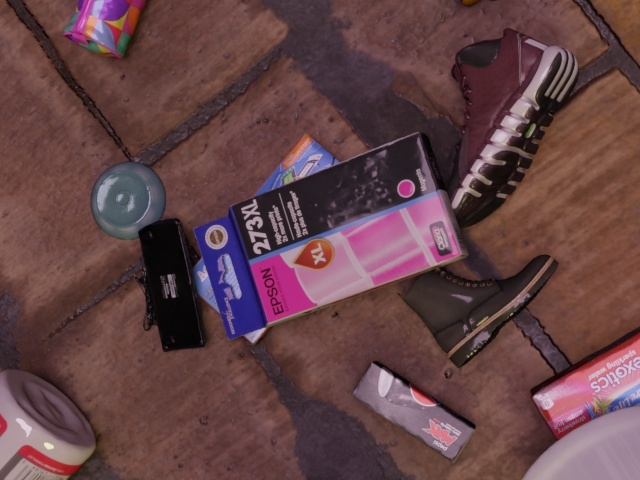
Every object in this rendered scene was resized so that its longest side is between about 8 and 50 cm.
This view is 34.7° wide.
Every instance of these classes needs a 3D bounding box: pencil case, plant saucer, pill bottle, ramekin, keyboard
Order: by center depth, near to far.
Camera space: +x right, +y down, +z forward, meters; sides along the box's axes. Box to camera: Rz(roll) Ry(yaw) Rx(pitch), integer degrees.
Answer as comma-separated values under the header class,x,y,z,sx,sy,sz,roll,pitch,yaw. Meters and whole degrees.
class,x,y,z,sx,sy,sz,roll,pitch,yaw
ramekin,0.384,0.343,1.240,0.277,0.277,0.135,-31,37,7
pill bottle,-0.485,0.352,1.457,0.176,0.176,0.318,43,94,11
keyboard,-0.220,0.065,1.497,0.100,0.038,0.192,-8,95,22
pencil case,-0.300,-0.391,1.520,0.104,0.104,0.236,18,90,11
plant saucer,-0.291,-0.061,1.531,0.119,0.021,0.119,-1,85,10

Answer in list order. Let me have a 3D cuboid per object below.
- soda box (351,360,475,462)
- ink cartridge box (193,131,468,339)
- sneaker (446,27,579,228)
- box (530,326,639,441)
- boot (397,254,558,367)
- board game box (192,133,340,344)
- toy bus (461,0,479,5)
class,x,y,z,sx,sy,sz,roll,pitch,yaw
soda box,0.129,0.234,1.416,0.169,0.053,0.060,32,92,11
ink cartridge box,0.000,0.000,1.404,0.371,0.069,0.175,-21,82,18
sneaker,0.222,-0.165,1.422,0.162,0.106,0.281,42,105,35
box,0.413,0.189,1.331,0.257,0.122,0.128,-32,80,7
boot,0.214,0.059,1.407,0.198,0.077,0.137,-44,75,3
board game box,-0.057,-0.001,1.481,0.145,0.027,0.281,41,94,10
toy bus,0.317,-0.460,1.406,0.333,0.108,0.130,-29,81,7
